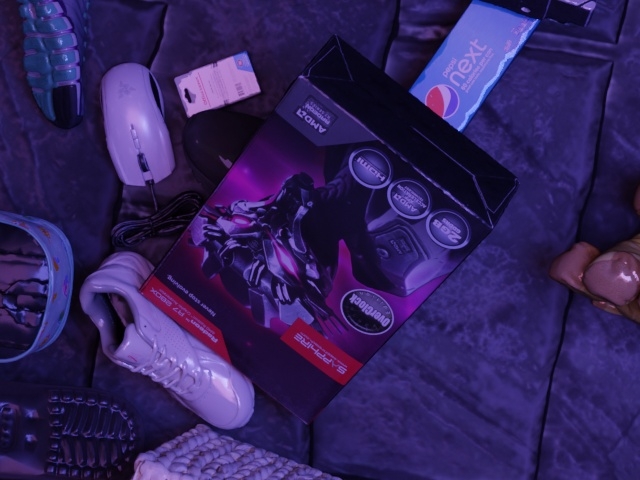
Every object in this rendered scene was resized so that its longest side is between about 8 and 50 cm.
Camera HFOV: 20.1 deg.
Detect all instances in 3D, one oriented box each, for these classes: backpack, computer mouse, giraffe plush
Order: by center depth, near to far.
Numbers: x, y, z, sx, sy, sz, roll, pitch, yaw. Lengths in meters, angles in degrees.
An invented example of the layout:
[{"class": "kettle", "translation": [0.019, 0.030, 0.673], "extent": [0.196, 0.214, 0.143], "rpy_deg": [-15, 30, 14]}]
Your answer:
[{"class": "giraffe plush", "translation": [0.356, 0.004, 1.825], "extent": [0.181, 0.210, 0.171], "rpy_deg": [24, 88, 28]}, {"class": "backpack", "translation": [-0.351, 0.044, 1.892], "extent": [0.188, 0.144, 0.166], "rpy_deg": [10, 93, 18]}, {"class": "computer mouse", "translation": [-0.194, -0.095, 1.929], "extent": [0.106, 0.042, 0.193], "rpy_deg": [-15, 90, 5]}]

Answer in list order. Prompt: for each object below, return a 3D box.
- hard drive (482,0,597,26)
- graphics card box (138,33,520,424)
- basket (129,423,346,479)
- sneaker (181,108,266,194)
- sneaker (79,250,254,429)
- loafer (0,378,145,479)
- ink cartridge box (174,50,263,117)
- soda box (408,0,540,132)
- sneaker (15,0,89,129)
[{"class": "hard drive", "translation": [0.146, -0.373, 1.850], "extent": [0.338, 0.064, 0.237], "rpy_deg": [19, 72, 3]}, {"class": "graphics card box", "translation": [0.000, 0.000, 1.783], "extent": [0.233, 0.094, 0.371], "rpy_deg": [39, 131, -2]}, {"class": "basket", "translation": [-0.083, 0.386, 1.795], "extent": [0.266, 0.328, 0.331], "rpy_deg": [20, 93, 8]}, {"class": "sneaker", "translation": [-0.005, -0.071, 1.862], "extent": [0.286, 0.130, 0.109], "rpy_deg": [24, 62, -1]}, {"class": "sneaker", "translation": [-0.170, 0.119, 1.890], "extent": [0.232, 0.115, 0.090], "rpy_deg": [43, 115, 6]}, {"class": "loafer", "translation": [-0.371, 0.201, 1.874], "extent": [0.365, 0.130, 0.134], "rpy_deg": [14, 70, -11]}, {"class": "ink cartridge box", "translation": [-0.108, -0.165, 1.928], "extent": [0.083, 0.028, 0.048], "rpy_deg": [-19, 90, 4]}, {"class": "soda box", "translation": [0.149, -0.175, 1.889], "extent": [0.071, 0.067, 0.210], "rpy_deg": [35, 93, 3]}, {"class": "sneaker", "translation": [-0.265, -0.233, 1.918], "extent": [0.083, 0.098, 0.224], "rpy_deg": [10, 118, 43]}]
